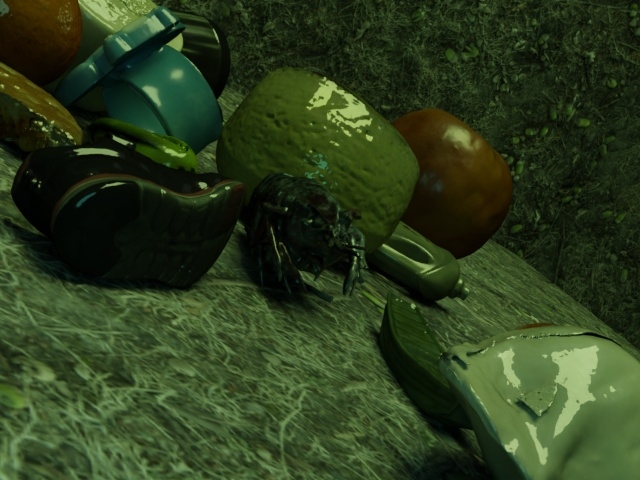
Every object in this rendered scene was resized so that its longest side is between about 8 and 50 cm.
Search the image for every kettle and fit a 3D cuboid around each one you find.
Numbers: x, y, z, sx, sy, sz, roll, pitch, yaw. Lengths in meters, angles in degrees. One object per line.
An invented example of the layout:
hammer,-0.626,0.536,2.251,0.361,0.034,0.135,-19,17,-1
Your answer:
kettle,-0.345,-0.367,1.791,0.251,0.207,0.271,44,21,23

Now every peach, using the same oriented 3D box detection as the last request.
peach,0.247,-0.113,2.061,0.343,0.301,0.343,38,6,-4

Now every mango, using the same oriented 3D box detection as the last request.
mango,-0.233,-0.108,1.200,0.165,0.074,0.091,23,11,23

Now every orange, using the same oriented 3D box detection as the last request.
orange,-0.415,-0.298,1.205,0.224,0.170,0.224,23,-12,5

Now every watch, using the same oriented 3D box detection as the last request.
watch,-0.227,-0.195,1.281,0.193,0.211,0.211,55,5,-12

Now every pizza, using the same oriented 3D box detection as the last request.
pizza,-0.348,-0.151,1.074,0.246,0.058,0.127,36,8,22

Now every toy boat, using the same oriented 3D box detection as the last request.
toy boat,0.126,0.145,1.100,0.093,0.055,0.293,28,11,-20

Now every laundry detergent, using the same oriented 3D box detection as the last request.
laundry detergent,0.155,0.030,1.666,0.253,0.091,0.181,33,11,1

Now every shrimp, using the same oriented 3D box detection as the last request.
shrimp,-0.001,-0.001,1.155,0.172,0.137,0.372,10,17,-23

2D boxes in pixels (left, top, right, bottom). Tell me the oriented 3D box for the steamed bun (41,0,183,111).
steamed bun,-0.342,-0.292,1.426,0.250,0.200,0.154,17,40,-47

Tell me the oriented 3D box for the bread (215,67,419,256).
bread,-0.010,-0.112,1.481,0.320,0.237,0.320,37,-5,4

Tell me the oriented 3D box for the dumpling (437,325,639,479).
dumpling,0.255,0.207,0.870,0.341,0.181,0.260,53,11,-55

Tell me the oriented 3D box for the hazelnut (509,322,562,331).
hazelnut,0.283,0.174,1.224,0.150,0.150,0.150,31,9,-6

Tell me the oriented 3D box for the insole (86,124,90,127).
insole,-0.284,-0.123,1.301,0.064,0.004,0.188,26,12,-40

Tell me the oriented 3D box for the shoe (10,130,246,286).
shoe,-0.179,-0.032,0.887,0.137,0.114,0.291,30,11,23
